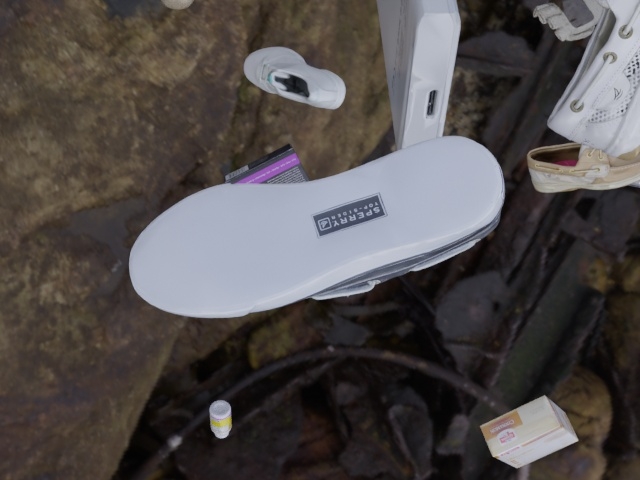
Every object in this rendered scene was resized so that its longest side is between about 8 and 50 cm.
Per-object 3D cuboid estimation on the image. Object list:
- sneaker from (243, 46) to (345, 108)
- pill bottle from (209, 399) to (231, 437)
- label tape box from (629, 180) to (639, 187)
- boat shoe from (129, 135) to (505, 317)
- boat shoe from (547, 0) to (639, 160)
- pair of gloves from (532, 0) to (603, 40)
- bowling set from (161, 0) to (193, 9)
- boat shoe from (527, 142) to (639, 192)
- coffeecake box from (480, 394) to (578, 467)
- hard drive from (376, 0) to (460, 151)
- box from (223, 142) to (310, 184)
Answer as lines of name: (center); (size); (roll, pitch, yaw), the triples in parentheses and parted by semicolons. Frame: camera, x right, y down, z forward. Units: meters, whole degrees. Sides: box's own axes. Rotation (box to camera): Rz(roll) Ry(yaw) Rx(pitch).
sneaker: (-0.063, -0.271, 1.472); (0.094, 0.212, 0.080); (-13, 119, -48)
pill bottle: (-0.202, 0.365, 1.814); (0.043, 0.043, 0.083); (-16, 137, -20)
label tape box: (0.650, -0.298, 1.688); (0.240, 0.106, 0.333); (-50, 147, -48)
boat shoe: (0.000, 0.000, 0.724); (0.301, 0.108, 0.102); (-18, 157, 5)
boat shoe: (0.258, -0.204, 0.726); (0.096, 0.098, 0.277); (17, 111, 6)
pair of gloves: (0.437, -0.483, 1.653); (0.204, 0.042, 0.240); (-36, 90, -29)
bowling set: (-0.122, -0.382, 0.962); (0.154, 0.287, 0.199); (23, 77, -39)
boat shoe: (0.336, -0.101, 1.113); (0.059, 0.170, 0.063); (56, 42, -30)
coffeecake box: (0.416, 0.383, 1.771); (0.142, 0.068, 0.185); (-29, 150, 14)
hard drive: (0.104, -0.278, 1.035); (0.047, 0.353, 0.233); (-2, 142, -2)
box: (-0.062, -0.056, 1.384); (0.116, 0.029, 0.162); (-26, 118, 3)
